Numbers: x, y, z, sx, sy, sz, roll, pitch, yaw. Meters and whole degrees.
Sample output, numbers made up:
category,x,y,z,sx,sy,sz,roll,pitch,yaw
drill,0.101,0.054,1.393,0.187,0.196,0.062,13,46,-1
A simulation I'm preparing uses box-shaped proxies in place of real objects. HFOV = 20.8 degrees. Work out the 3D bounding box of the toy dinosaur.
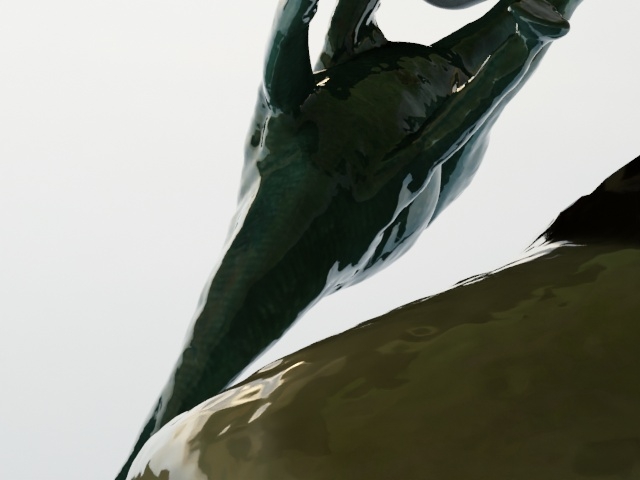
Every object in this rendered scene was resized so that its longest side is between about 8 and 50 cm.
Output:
category,x,y,z,sx,sy,sz,roll,pitch,yaw
toy dinosaur,0.000,0.000,0.841,0.129,0.331,0.383,31,-156,10

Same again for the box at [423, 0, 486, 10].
category,x,y,z,sx,sy,sz,roll,pitch,yaw
box,0.065,-0.248,1.059,0.227,0.162,0.130,33,-121,-29

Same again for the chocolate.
category,x,y,z,sx,sy,sz,roll,pitch,yaw
chocolate,0.055,0.152,0.640,0.297,0.314,0.326,-5,-118,-25
